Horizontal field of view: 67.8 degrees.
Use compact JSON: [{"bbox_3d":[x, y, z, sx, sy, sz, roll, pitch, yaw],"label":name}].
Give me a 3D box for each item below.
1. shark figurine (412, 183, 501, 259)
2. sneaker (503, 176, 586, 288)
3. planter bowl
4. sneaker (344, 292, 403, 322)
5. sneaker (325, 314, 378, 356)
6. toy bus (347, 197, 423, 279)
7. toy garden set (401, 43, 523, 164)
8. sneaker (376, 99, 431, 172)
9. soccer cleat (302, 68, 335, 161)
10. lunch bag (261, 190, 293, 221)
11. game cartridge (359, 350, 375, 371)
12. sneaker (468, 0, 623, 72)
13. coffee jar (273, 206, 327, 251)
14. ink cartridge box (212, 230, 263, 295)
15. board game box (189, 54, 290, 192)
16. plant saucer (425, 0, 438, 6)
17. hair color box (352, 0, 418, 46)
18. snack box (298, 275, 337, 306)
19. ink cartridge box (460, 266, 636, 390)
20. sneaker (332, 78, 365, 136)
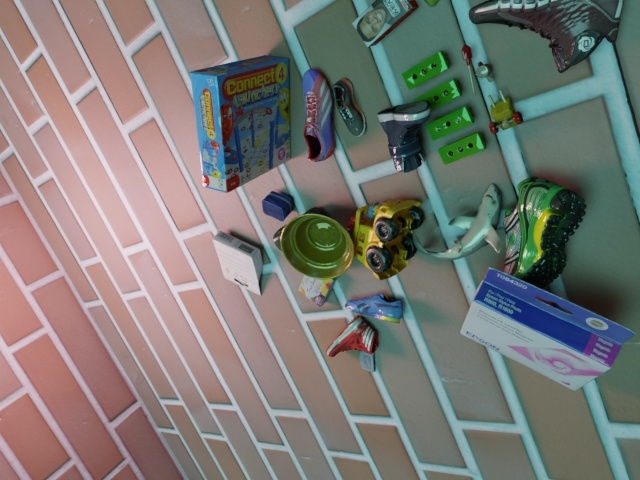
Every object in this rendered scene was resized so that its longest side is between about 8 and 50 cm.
[{"bbox_3d":[0.377,0.004,1.224,0.278,0.116,0.166,-39,58,32],"label":"shark figurine"},{"bbox_3d":[0.504,0.001,1.136,0.146,0.134,0.343,-122,26,-46],"label":"sneaker"},{"bbox_3d":[0.000,0.000,1.384,0.218,0.090,0.217,7,121,12],"label":"planter bowl"},{"bbox_3d":[0.171,0.203,1.511,0.210,0.069,0.082,7,86,42],"label":"sneaker"},{"bbox_3d":[0.112,0.363,1.620,0.128,0.087,0.221,42,133,10],"label":"sneaker"},{"bbox_3d":[0.160,-0.034,1.340,0.212,0.150,0.220,33,129,36],"label":"toy bus"},{"bbox_3d":[0.333,-0.325,1.103,0.204,0.049,0.244,-19,102,42],"label":"toy garden set"},{"bbox_3d":[0.219,-0.245,1.146,0.226,0.086,0.163,-132,21,-74],"label":"sneaker"},{"bbox_3d":[-0.014,-0.338,1.305,0.083,0.095,0.247,8,119,32],"label":"soccer cleat"},{"bbox_3d":[-0.140,-0.115,1.541,0.099,0.065,0.067,26,143,20],"label":"lunch bag"},{"bbox_3d":[0.163,0.419,1.660,0.056,0.017,0.083,9,120,27],"label":"game cartridge"},{"bbox_3d":[0.439,-0.411,0.942,0.282,0.106,0.162,5,121,32],"label":"sneaker"},{"bbox_3d":[-0.062,-0.034,1.510,0.184,0.096,0.079,-29,104,42],"label":"coffee jar"},{"bbox_3d":[-0.300,0.087,1.791,0.189,0.066,0.232,23,147,23],"label":"ink cartridge box"},{"bbox_3d":[-0.202,-0.326,1.302,0.086,0.308,0.301,18,125,26],"label":"board game box"},{"bbox_3d":[0.229,-0.633,1.002,0.188,0.045,0.188,48,132,3],"label":"plant saucer"},{"bbox_3d":[0.150,-0.529,1.117,0.141,0.043,0.071,-30,96,42],"label":"hair color box"},{"bbox_3d":[-0.010,0.145,1.613,0.100,0.037,0.141,35,130,16],"label":"snack box"},{"bbox_3d":[0.525,0.228,1.168,0.324,0.071,0.330,26,158,22],"label":"ink cartridge box"},{"bbox_3d":[0.066,-0.346,1.264,0.061,0.065,0.157,-13,106,39],"label":"sneaker"}]
